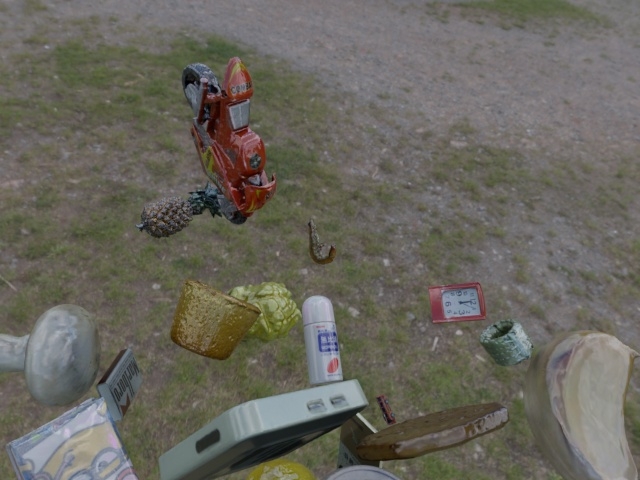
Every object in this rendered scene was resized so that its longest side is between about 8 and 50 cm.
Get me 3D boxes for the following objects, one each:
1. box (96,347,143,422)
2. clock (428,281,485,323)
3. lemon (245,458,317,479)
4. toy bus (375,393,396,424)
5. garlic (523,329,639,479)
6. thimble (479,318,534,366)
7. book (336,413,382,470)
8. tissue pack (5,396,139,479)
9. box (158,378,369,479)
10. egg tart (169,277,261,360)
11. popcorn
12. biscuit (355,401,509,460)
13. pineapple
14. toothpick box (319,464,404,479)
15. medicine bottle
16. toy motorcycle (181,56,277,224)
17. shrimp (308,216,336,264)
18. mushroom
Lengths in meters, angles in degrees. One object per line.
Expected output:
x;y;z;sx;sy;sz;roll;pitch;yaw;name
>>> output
-0.529;0.380;1.112;0.036;0.115;0.177;-14;16;-3;box
0.410;0.189;1.252;0.155;0.061;0.113;-8;70;19;clock
-0.129;0.921;1.480;0.317;0.285;0.285;9;43;-21;lemon
0.247;0.636;1.570;0.043;0.031;0.110;-23;70;-3;toy bus
0.456;0.303;0.711;0.197;0.151;0.338;1;46;24;garlic
0.363;0.197;0.810;0.085;0.110;0.062;-35;86;-9;thimble
0.129;0.735;1.406;0.021;0.309;0.217;-4;16;-31;book
-0.315;0.302;0.545;0.116;0.065;0.155;-22;86;-49;tissue pack
-0.119;0.435;0.935;0.373;0.367;0.090;9;49;-44;box
-0.254;0.190;0.987;0.203;0.202;0.147;22;80;3;egg tart
-0.190;0.226;1.332;0.255;0.194;0.256;-3;12;-14;popcorn
0.254;0.434;0.951;0.360;0.359;0.046;-7;70;-26;biscuit
-0.311;-0.066;0.942;0.221;0.103;0.083;-30;73;-39;pineapple
0.105;0.865;1.084;0.410;0.424;0.409;3;20;-1;toothpick box
0.002;0.385;1.644;0.131;0.130;0.340;1;67;-19;medicine bottle
-0.155;-0.157;0.729;0.089;0.297;0.171;-31;35;-34;toy motorcycle
0.000;0.000;1.072;0.025;0.091;0.126;-19;97;-46;shrimp
-0.644;0.271;0.977;0.244;0.243;0.243;10;43;-10;mushroom
